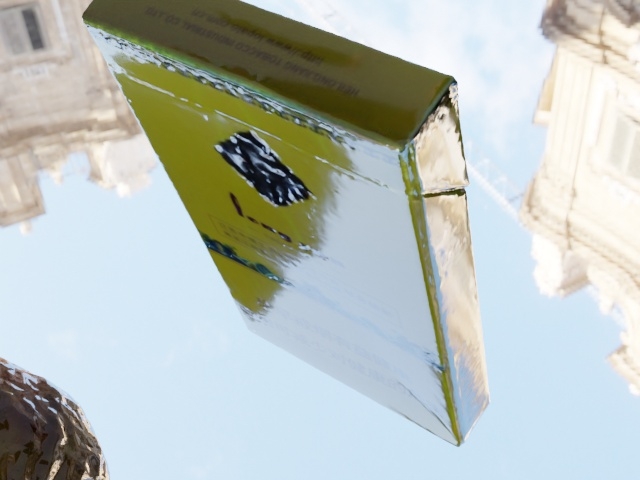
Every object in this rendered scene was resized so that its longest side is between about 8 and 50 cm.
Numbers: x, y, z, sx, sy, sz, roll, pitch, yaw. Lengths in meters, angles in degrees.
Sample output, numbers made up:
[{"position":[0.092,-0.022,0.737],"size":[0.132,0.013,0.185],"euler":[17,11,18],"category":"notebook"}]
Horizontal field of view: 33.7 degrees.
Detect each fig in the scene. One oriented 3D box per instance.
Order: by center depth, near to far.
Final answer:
[{"position":[-0.326,0.269,0.835],"size":[0.286,0.286,0.368],"euler":[0,-144,3],"category":"fig"}]

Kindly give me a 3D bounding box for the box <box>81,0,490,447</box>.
[{"position":[0.000,0.001,0.501],"size":[0.153,0.279,0.041],"euler":[27,-113,26],"category":"box"}]
